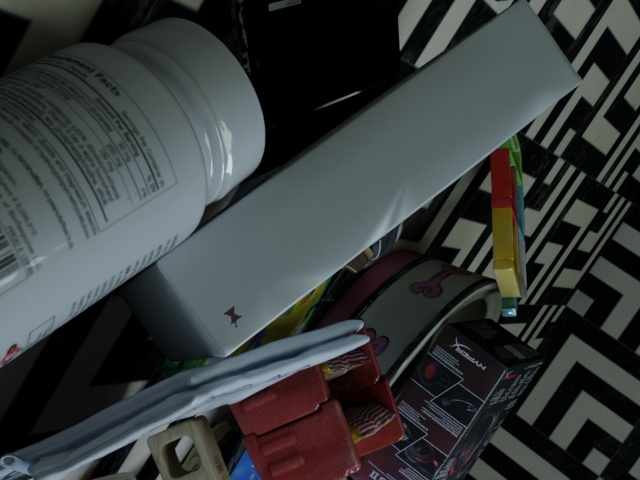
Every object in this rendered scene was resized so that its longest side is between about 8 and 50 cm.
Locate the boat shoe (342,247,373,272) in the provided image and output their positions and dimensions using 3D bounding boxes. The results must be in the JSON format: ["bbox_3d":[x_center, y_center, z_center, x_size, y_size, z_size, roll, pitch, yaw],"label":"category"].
[{"bbox_3d":[0.000,0.000,1.262,0.073,0.073,0.207,-55,151,-5],"label":"boat shoe"}]

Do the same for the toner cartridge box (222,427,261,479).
[{"bbox_3d":[-0.115,0.350,1.452,0.348,0.075,0.165,-61,-175,16],"label":"toner cartridge box"}]

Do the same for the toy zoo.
[{"bbox_3d":[0.278,-0.032,1.595,0.192,0.030,0.293,44,45,-68],"label":"toy zoo"}]

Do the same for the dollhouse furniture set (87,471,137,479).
[{"bbox_3d":[-0.225,0.448,1.034,0.362,0.256,0.394,-9,138,-18],"label":"dollhouse furniture set"}]

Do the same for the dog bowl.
[{"bbox_3d":[0.100,0.190,1.640,0.408,0.150,0.408,-43,155,-26],"label":"dog bowl"}]

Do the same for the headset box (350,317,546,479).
[{"bbox_3d":[0.179,0.263,1.558,0.293,0.110,0.218,-59,157,13],"label":"headset box"}]

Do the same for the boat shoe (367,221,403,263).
[{"bbox_3d":[0.063,-0.027,1.343,0.065,0.075,0.206,-51,163,-15],"label":"boat shoe"}]

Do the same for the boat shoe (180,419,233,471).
[{"bbox_3d":[-0.155,0.299,1.421,0.135,0.045,0.050,-51,158,-7],"label":"boat shoe"}]

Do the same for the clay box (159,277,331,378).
[{"bbox_3d":[-0.079,0.091,1.257,0.222,0.053,0.127,-17,141,-58],"label":"clay box"}]

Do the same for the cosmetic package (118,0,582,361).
[{"bbox_3d":[0.011,-0.040,0.958,0.377,0.097,0.284,-37,-174,-17],"label":"cosmetic package"}]

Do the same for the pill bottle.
[{"bbox_3d":[-0.179,-0.035,0.723,0.283,0.160,0.160,-37,153,-36],"label":"pill bottle"}]

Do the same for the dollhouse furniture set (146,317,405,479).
[{"bbox_3d":[-0.111,0.236,1.238,0.374,0.152,0.201,-26,173,16],"label":"dollhouse furniture set"}]

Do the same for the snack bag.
[{"bbox_3d":[-0.157,0.164,0.973,0.342,0.037,0.323,-26,173,24],"label":"snack bag"}]

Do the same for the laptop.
[{"bbox_3d":[-0.042,-0.167,1.005,0.234,0.136,0.264,-30,122,-47],"label":"laptop"}]
